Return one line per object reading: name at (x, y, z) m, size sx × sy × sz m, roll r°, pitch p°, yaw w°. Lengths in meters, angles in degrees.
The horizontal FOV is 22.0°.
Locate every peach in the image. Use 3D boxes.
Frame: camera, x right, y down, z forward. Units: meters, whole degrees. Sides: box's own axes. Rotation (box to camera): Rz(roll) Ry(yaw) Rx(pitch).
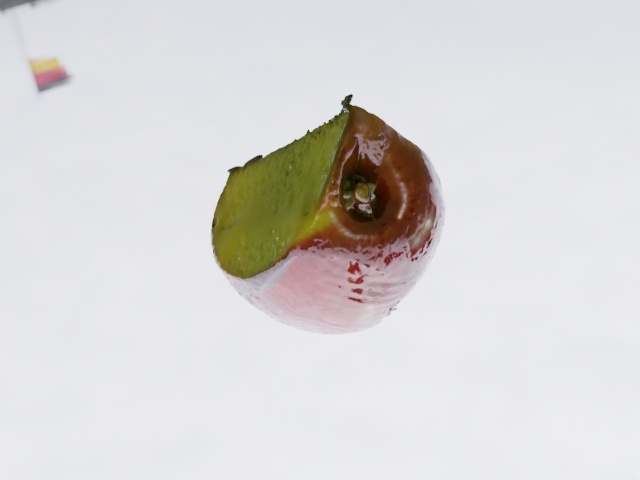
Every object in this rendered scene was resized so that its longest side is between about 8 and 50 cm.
peach at (-0.001, 0.005, 1.427) m, size 0.267 × 0.159 × 0.154 m, roll -22°, pitch -137°, yaw 54°
